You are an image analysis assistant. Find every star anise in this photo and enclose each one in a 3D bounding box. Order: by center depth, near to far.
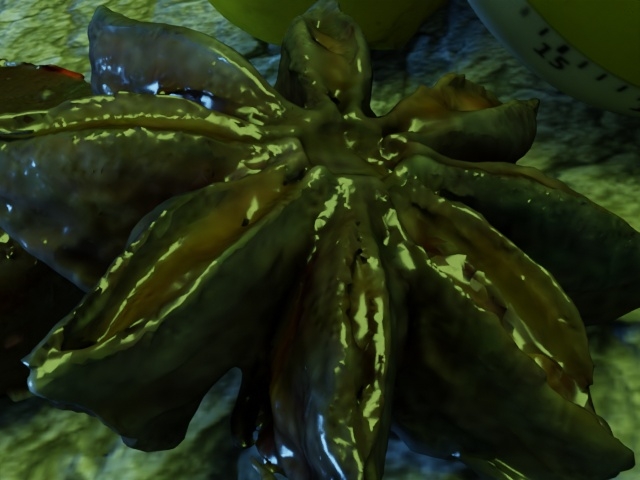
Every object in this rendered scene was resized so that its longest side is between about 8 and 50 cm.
[{"bbox_3d":[0.002,0.000,0.567,0.331,0.118,0.332,12,44,-11],"label":"star anise"}]

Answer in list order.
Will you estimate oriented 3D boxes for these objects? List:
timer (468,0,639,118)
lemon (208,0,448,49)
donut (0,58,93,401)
[{"bbox_3d":[0.213,-0.215,0.660,0.285,0.285,0.285,-8,35,5],"label":"timer"},{"bbox_3d":[0.016,-0.247,0.858,0.233,0.233,0.288,12,39,30],"label":"lemon"},{"bbox_3d":[-0.211,0.000,0.676,0.269,0.103,0.270,-7,32,5],"label":"donut"}]
